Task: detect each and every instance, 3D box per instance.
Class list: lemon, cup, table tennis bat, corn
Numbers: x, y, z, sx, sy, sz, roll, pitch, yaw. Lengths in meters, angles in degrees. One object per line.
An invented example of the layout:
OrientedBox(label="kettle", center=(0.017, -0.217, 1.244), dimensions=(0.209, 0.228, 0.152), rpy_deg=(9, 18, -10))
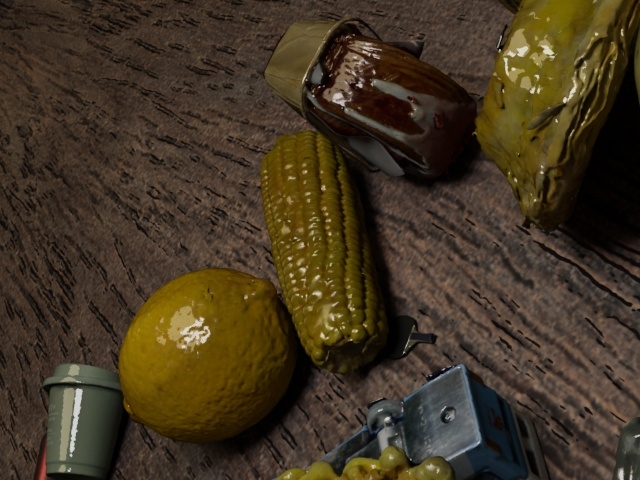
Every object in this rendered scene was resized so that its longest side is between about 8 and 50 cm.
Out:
OrientedBox(label="lemon", center=(-0.130, 0.130, 1.409), dimensions=(0.257, 0.188, 0.188), rpy_deg=(-43, 35, 28))
OrientedBox(label="cup", center=(-0.310, 0.240, 1.621), dimensions=(0.120, 0.120, 0.141), rpy_deg=(-17, 58, 44))
OrientedBox(label="table tennis bat", center=(0.090, 0.102, 1.313), dimensions=(0.083, 0.007, 0.050), rpy_deg=(-4, 60, 52))
OrientedBox(label="corn", center=(0.000, 0.000, 1.415), dimensions=(0.120, 0.120, 0.363), rpy_deg=(-42, 36, 22))

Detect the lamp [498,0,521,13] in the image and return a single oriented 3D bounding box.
OrientedBox(label="lamp", center=(0.250, -0.293, 1.278), dimensions=(0.161, 0.185, 0.161), rpy_deg=(-34, 41, 35))

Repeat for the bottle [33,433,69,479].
OrientedBox(label="bottle", center=(-0.355, 0.338, 1.644), dimensions=(0.060, 0.060, 0.164), rpy_deg=(-28, 43, 37))

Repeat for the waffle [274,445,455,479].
OrientedBox(label="waffle", center=(0.046, 0.316, 1.017), dimensions=(0.282, 0.058, 0.300), rpy_deg=(-32, 77, 28))

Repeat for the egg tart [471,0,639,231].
OrientedBox(label="egg tart", center=(0.216, -0.148, 1.141), dimensions=(0.116, 0.295, 0.294), rpy_deg=(19, 73, 11))

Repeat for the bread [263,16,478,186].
OrientedBox(label="bread", center=(0.064, -0.157, 1.375), dimensions=(0.212, 0.224, 0.142), rpy_deg=(22, 83, 34))

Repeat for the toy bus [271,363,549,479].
OrientedBox(label="toy bus", center=(0.055, 0.240, 1.132), dimensions=(0.297, 0.131, 0.106), rpy_deg=(-40, 35, 26))

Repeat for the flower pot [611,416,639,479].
OrientedBox(label="flower pot", center=(0.256, 0.238, 0.901), dimensions=(0.108, 0.103, 0.229), rpy_deg=(1, 64, 54))

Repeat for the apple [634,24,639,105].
OrientedBox(label="apple", center=(0.368, -0.151, 0.956), dimensions=(0.262, 0.262, 0.262), rpy_deg=(-32, 40, 33))
